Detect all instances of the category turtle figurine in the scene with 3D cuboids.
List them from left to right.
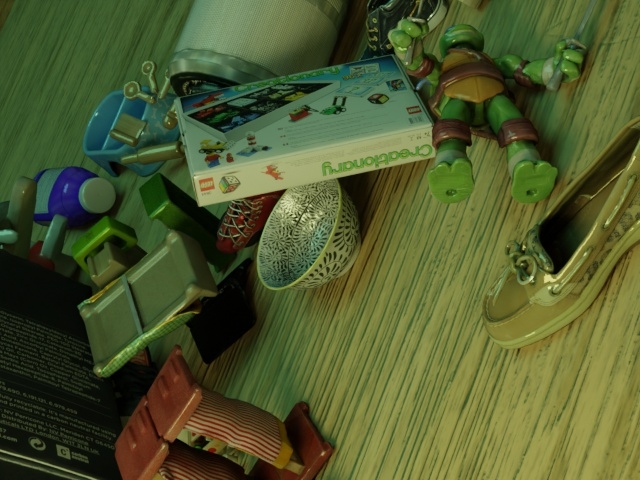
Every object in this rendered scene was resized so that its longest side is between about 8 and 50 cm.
[{"bbox_3d":[0.181,-0.188,1.361,0.274,0.197,0.266,-40,40,40],"label":"turtle figurine"}]

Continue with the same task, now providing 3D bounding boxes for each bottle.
[{"bbox_3d":[-0.481,-0.085,2.403,0.283,0.092,0.118,0,67,57],"label":"bottle"}]

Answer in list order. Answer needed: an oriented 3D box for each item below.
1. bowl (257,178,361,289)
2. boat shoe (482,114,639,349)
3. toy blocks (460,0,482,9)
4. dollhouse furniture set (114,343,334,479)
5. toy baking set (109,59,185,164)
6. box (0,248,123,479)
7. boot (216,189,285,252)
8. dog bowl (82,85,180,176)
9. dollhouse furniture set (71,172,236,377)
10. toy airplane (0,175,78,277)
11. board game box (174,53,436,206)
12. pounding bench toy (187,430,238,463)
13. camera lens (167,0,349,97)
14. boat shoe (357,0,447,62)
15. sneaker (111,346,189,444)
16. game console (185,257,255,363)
[{"bbox_3d":[0.000,0.000,1.604,0.170,0.080,0.170,-38,38,37],"label":"bowl"},{"bbox_3d":[0.247,-0.009,1.220,0.285,0.089,0.105,-49,33,22],"label":"boat shoe"},{"bbox_3d":[0.115,-0.503,1.628,0.260,0.288,0.309,-62,27,15],"label":"toy blocks"},{"bbox_3d":[-0.073,0.293,1.362,0.152,0.201,0.374,-57,30,9],"label":"dollhouse furniture set"},{"bbox_3d":[-0.259,-0.231,2.156,0.256,0.030,0.197,-4,76,26],"label":"toy baking set"},{"bbox_3d":[-0.517,0.320,1.694,0.480,0.297,0.472,-55,33,18],"label":"box"},{"bbox_3d":[-0.102,-0.048,1.719,0.176,0.088,0.244,-57,-6,12],"label":"boot"},{"bbox_3d":[-0.356,-0.208,2.329,0.297,0.074,0.166,4,70,59],"label":"dog bowl"},{"bbox_3d":[-0.226,0.077,1.788,0.197,0.151,0.301,-40,38,10],"label":"dollhouse furniture set"},{"bbox_3d":[-0.568,0.101,2.206,0.384,0.272,0.386,151,126,-72],"label":"toy airplane"},{"bbox_3d":[-0.024,-0.145,1.589,0.193,0.305,0.053,-109,9,-52],"label":"board game box"},{"bbox_3d":[-0.138,0.271,1.627,0.065,0.052,0.083,-44,35,30],"label":"pounding bench toy"},{"bbox_3d":[-0.088,-0.307,1.845,0.219,0.219,0.274,-2,65,57],"label":"camera lens"},{"bbox_3d":[0.083,-0.284,1.699,0.183,0.083,0.065,-45,34,28],"label":"boat shoe"},{"bbox_3d":[-0.273,0.215,1.803,0.350,0.131,0.148,-2,69,57],"label":"sneaker"},{"bbox_3d":[-0.133,0.101,1.798,0.122,0.071,0.107,-41,6,32],"label":"game console"}]
